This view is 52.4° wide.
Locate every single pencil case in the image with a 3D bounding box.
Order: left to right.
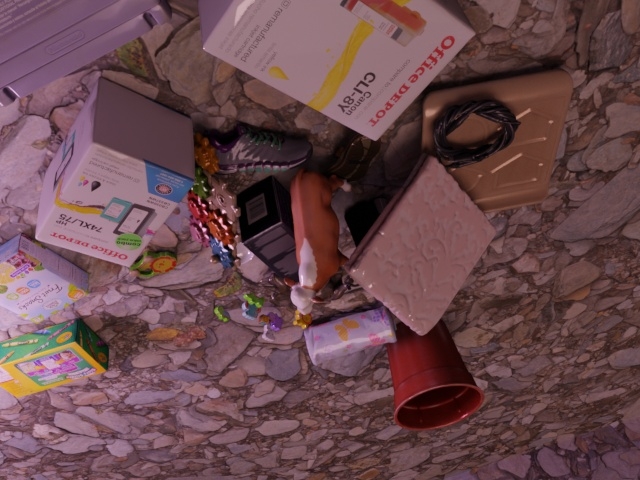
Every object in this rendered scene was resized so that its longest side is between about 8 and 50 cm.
[{"bbox_3d":[0.087,0.280,1.907,0.273,0.114,0.124,-18,145,6],"label":"pencil case"}]

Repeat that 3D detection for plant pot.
[{"bbox_3d":[0.325,0.393,1.980,0.272,0.265,0.272,-7,139,-6],"label":"plant pot"}]

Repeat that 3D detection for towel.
[{"bbox_3d":[0.232,0.018,1.456,0.332,0.053,0.317,40,81,-40],"label":"towel"}]

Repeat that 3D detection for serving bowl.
[{"bbox_3d":[-0.205,0.023,1.604,0.083,0.027,0.083,-8,138,-7],"label":"serving bowl"}]

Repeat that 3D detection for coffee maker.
[{"bbox_3d":[0.117,0.001,1.549,0.171,0.178,0.120,-15,137,-2],"label":"coffee maker"}]

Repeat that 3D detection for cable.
[{"bbox_3d":[0.324,-0.229,1.354,0.184,0.047,0.151,-16,130,5],"label":"cable"}]

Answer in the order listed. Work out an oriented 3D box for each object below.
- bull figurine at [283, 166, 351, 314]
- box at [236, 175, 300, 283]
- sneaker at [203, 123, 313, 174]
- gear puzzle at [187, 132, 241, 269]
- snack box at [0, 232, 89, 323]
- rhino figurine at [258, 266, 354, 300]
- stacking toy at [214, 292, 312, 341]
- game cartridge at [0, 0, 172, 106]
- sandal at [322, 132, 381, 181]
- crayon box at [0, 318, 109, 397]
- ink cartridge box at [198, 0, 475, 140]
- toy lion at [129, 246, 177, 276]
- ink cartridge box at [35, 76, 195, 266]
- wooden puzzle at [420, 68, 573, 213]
[{"bbox_3d":[0.000,0.000,1.392,0.101,0.311,0.188,0,-177,30],"label":"bull figurine"},{"bbox_3d":[-0.088,-0.018,1.495,0.108,0.153,0.207,-28,138,16],"label":"box"},{"bbox_3d":[-0.127,-0.196,1.341,0.223,0.083,0.098,-9,134,-4],"label":"sneaker"},{"bbox_3d":[-0.238,-0.078,1.379,0.044,0.175,0.339,-31,148,-30],"label":"gear puzzle"},{"bbox_3d":[-0.680,0.094,1.525,0.174,0.070,0.207,-29,138,17],"label":"snack box"},{"bbox_3d":[-0.042,0.117,1.718,0.243,0.073,0.106,2,148,-12],"label":"rhino figurine"},{"bbox_3d":[-0.158,0.202,1.775,0.221,0.052,0.167,29,142,-31],"label":"stacking toy"},{"bbox_3d":[-0.455,-0.383,1.060,0.354,0.068,0.230,-23,134,11],"label":"game cartridge"},{"bbox_3d":[0.064,-0.185,1.409,0.089,0.060,0.219,2,155,-17],"label":"sandal"},{"bbox_3d":[-0.738,0.320,1.755,0.278,0.081,0.165,-17,139,4],"label":"crayon box"},{"bbox_3d":[0.028,-0.380,1.111,0.384,0.161,0.279,21,128,-33],"label":"ink cartridge box"},{"bbox_3d":[-0.404,0.059,1.592,0.100,0.034,0.096,-39,141,27],"label":"toy lion"},{"bbox_3d":[-0.396,-0.123,1.258,0.198,0.197,0.270,21,129,-32],"label":"ink cartridge box"},{"bbox_3d":[0.375,-0.212,1.465,0.321,0.081,0.348,-11,134,-3],"label":"wooden puzzle"}]
